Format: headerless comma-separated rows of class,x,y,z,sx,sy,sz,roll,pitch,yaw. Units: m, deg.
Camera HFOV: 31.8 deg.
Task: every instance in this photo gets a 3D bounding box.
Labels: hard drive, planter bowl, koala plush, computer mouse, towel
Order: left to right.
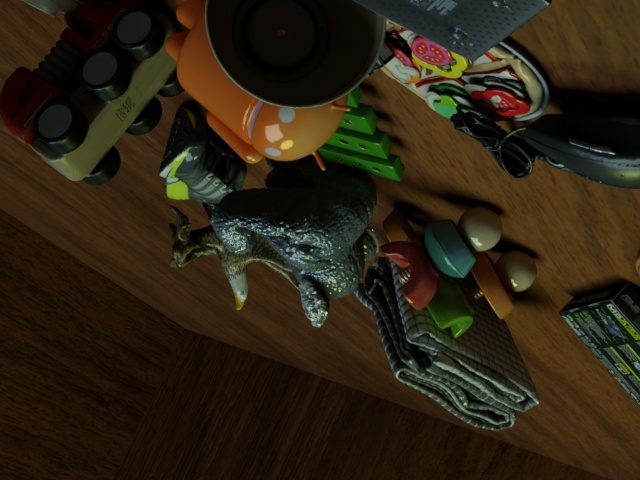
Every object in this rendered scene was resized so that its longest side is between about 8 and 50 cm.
planter bowl,-0.029,-0.199,1.038,0.162,0.162,0.109,27,177,-10
koala plush,0.000,0.000,1.527,0.203,0.196,0.221,15,142,33
hard drive,0.054,-0.244,0.913,0.255,0.054,0.172,27,166,-10
towel,0.194,0.156,1.772,0.284,0.121,0.235,30,-151,-33
computer mouse,0.271,-0.077,1.119,0.262,0.060,0.184,8,172,31

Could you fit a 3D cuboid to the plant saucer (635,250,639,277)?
plant saucer,0.482,0.065,1.379,0.200,0.037,0.200,22,166,6

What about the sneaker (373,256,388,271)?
sneaker,0.162,0.065,1.930,0.158,0.061,0.065,30,139,-25

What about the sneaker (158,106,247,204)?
sneaker,-0.172,-0.121,1.707,0.121,0.111,0.300,14,172,-1

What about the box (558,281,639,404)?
box,0.450,0.153,1.612,0.190,0.045,0.184,49,163,0

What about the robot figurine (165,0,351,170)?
robot figurine,-0.061,-0.171,1.169,0.219,0.158,0.128,41,-179,17

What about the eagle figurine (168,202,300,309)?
eagle figurine,-0.119,0.014,2.007,0.298,0.225,0.226,-3,-146,-9

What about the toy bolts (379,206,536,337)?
toy bolts,0.188,0.006,1.572,0.218,0.158,0.228,62,-167,21

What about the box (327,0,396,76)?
box,0.032,-0.203,1.119,0.083,0.018,0.067,50,162,-7

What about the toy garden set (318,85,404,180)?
toy garden set,-0.015,-0.165,1.353,0.204,0.049,0.244,17,165,23

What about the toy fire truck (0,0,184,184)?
toy fire truck,-0.315,-0.222,1.342,0.246,0.217,0.158,34,172,26

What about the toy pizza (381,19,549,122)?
toy pizza,0.131,-0.166,1.124,0.201,0.032,0.201,23,166,6
